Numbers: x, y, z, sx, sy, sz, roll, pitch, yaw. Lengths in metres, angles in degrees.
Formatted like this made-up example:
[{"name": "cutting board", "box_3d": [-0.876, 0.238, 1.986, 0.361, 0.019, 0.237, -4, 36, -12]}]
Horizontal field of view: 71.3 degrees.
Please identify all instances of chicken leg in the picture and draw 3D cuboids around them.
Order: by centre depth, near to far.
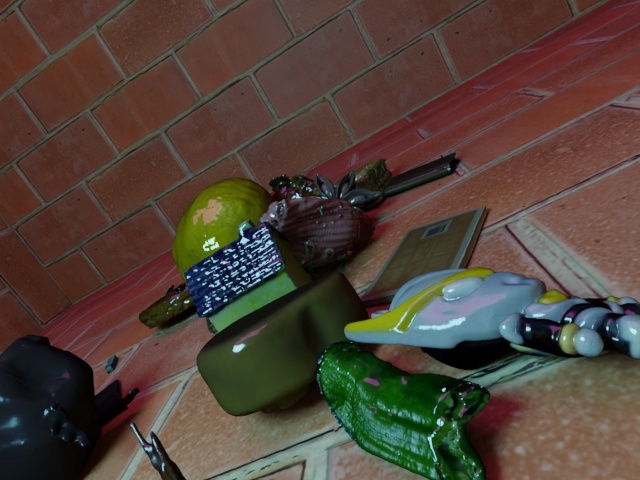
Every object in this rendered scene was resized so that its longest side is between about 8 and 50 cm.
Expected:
[{"name": "chicken leg", "box_3d": [-0.111, -0.069, 1.258, 0.361, 0.212, 0.140, -20, -13, 29]}]

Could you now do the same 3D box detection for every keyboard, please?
[{"name": "keyboard", "box_3d": [-0.465, 0.354, 0.965, 0.074, 0.015, 0.196, -41, 17, -20]}]

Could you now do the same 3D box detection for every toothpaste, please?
[{"name": "toothpaste", "box_3d": [-0.570, 0.337, 1.217, 0.020, 0.017, 0.083, -35, 16, -11]}]

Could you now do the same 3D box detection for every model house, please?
[{"name": "model house", "box_3d": [-0.123, 0.079, 0.803, 0.194, 0.211, 0.170, -29, 17, 12]}]

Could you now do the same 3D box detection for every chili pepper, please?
[{"name": "chili pepper", "box_3d": [0.072, 0.161, 0.429, 0.224, 0.061, 0.098, 6, 70, 56]}]

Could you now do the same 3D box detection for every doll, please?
[{"name": "doll", "box_3d": [0.168, 0.080, 0.444, 0.316, 0.103, 0.145, -5, 25, 48]}]

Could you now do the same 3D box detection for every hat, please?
[{"name": "hat", "box_3d": [-0.438, 0.341, 0.721, 0.238, 0.209, 0.336, 88, -166, -66]}, {"name": "hat", "box_3d": [0.000, 0.000, 0.912, 0.286, 0.107, 0.237, -12, -36, -36]}]

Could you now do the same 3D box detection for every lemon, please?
[{"name": "lemon", "box_3d": [-0.215, -0.009, 1.087, 0.285, 0.285, 0.316, 0, 78, 63]}]

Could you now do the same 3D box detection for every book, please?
[{"name": "book", "box_3d": [0.181, 0.023, 0.757, 0.170, 0.018, 0.242, -20, 18, 40]}]

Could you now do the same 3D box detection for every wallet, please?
[{"name": "wallet", "box_3d": [0.269, -0.175, 1.197, 0.198, 0.031, 0.110, -19, 18, 37]}]

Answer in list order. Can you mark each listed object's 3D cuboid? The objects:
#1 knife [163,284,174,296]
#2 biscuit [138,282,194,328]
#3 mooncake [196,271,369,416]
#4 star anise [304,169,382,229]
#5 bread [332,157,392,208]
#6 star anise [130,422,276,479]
[{"name": "knife", "box_3d": [-0.515, 0.180, 1.503, 0.047, 0.017, 0.298, -41, 5, -27]}, {"name": "biscuit", "box_3d": [-0.396, 0.163, 1.311, 0.296, 0.075, 0.296, -32, 7, 4]}, {"name": "mooncake", "box_3d": [-0.055, 0.144, 0.619, 0.234, 0.117, 0.235, -32, 0, 0]}, {"name": "star anise", "box_3d": [0.046, -0.092, 1.102, 0.212, 0.073, 0.197, 14, 70, 16]}, {"name": "bread", "box_3d": [0.124, -0.157, 1.291, 0.138, 0.102, 0.196, -19, 16, 31]}, {"name": "star anise", "box_3d": [-0.115, 0.244, 0.395, 0.140, 0.144, 0.158, -8, 25, 38]}]
